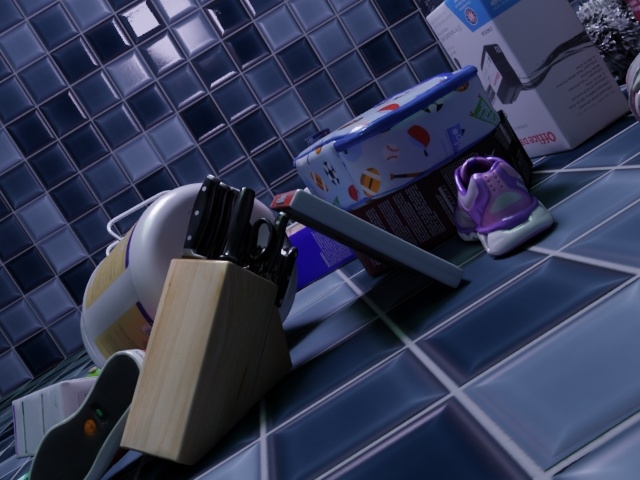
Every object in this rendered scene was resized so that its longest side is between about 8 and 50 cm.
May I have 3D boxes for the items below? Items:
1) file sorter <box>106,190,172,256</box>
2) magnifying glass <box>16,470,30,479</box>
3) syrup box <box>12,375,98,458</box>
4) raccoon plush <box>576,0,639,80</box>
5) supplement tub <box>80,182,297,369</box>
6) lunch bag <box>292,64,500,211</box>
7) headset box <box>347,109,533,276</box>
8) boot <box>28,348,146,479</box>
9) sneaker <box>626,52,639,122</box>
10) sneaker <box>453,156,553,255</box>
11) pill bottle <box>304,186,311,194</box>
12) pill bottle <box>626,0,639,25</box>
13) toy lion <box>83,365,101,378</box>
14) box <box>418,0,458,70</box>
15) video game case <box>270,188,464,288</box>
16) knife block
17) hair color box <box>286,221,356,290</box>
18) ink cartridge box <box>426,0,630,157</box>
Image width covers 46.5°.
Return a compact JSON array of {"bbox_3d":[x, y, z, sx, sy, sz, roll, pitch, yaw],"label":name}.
[{"bbox_3d":[-0.303,0.069,1.459,0.193,0.173,0.277,-38,-28,-42],"label":"file sorter"},{"bbox_3d":[-0.462,0.381,1.057,0.231,0.026,0.092,-38,9,-39],"label":"magnifying glass"},{"bbox_3d":[-0.380,0.266,1.115,0.093,0.096,0.237,0,-15,-38],"label":"syrup box"},{"bbox_3d":[0.594,-0.399,1.349,0.299,0.216,0.446,-38,5,14],"label":"raccoon plush"},{"bbox_3d":[-0.209,0.083,1.102,0.241,0.241,0.331,-37,1,-39],"label":"supplement tub"},{"bbox_3d":[0.100,-0.144,1.060,0.243,0.115,0.303,-34,11,-15],"label":"lunch bag"},{"bbox_3d":[0.168,-0.070,1.152,0.293,0.110,0.218,-29,7,23],"label":"headset box"},{"bbox_3d":[-0.230,0.234,0.914,0.244,0.088,0.176,-50,-27,13],"label":"boot"},{"bbox_3d":[0.420,-0.189,0.904,0.111,0.103,0.252,-30,6,5],"label":"sneaker"},{"bbox_3d":[0.202,-0.055,0.904,0.095,0.104,0.236,-33,5,3],"label":"sneaker"},{"bbox_3d":[0.073,-0.118,1.762,0.161,0.161,0.283,-27,7,35],"label":"pill bottle"},{"bbox_3d":[0.488,-0.411,0.975,0.224,0.392,0.224,-31,6,4],"label":"pill bottle"},{"bbox_3d":[-0.599,0.358,1.907,0.100,0.034,0.096,-35,0,-24],"label":"toy lion"},{"bbox_3d":[0.423,-0.471,1.761,0.212,0.395,0.293,-32,5,10],"label":"box"},{"bbox_3d":[0.042,-0.006,0.925,0.025,0.204,0.285,-64,8,-2],"label":"video game case"},{"bbox_3d":[-0.125,0.070,0.819,0.088,0.242,0.276,1,25,35],"label":"knife block"},{"bbox_3d":[0.000,0.000,1.454,0.339,0.110,0.185,-32,7,16],"label":"hair color box"},{"bbox_3d":[0.334,-0.297,1.234,0.129,0.307,0.223,-35,7,-7],"label":"ink cartridge box"}]
